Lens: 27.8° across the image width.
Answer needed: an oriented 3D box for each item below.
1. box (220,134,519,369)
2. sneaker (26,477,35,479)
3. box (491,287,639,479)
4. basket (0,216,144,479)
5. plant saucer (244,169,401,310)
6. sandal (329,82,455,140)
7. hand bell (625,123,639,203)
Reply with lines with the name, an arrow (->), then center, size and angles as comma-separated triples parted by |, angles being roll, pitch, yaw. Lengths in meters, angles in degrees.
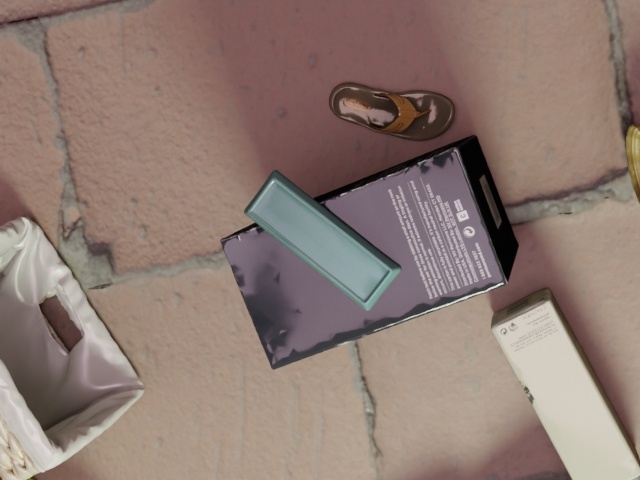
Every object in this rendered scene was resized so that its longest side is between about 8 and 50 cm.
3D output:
box -> 0.079, 0.005, 1.692 | 0.312, 0.343, 0.179 | -20, 93, 13
sneaker -> -0.535, 0.405, 1.991 | 0.295, 0.109, 0.123 | 25, 124, 4
box -> 0.340, 0.210, 1.795 | 0.094, 0.113, 0.275 | -28, 91, 12
basket -> -0.480, 0.186, 1.830 | 0.266, 0.331, 0.328 | -33, 91, 18
plant saucer -> 0.000, 0.000, 1.522 | 0.192, 0.018, 0.067 | 38, 101, 6
sandal -> 0.097, -0.182, 1.812 | 0.180, 0.049, 0.072 | 12, 100, 8
hand bell -> 0.546, -0.118, 1.731 | 0.242, 0.126, 0.126 | -12, 96, -1
